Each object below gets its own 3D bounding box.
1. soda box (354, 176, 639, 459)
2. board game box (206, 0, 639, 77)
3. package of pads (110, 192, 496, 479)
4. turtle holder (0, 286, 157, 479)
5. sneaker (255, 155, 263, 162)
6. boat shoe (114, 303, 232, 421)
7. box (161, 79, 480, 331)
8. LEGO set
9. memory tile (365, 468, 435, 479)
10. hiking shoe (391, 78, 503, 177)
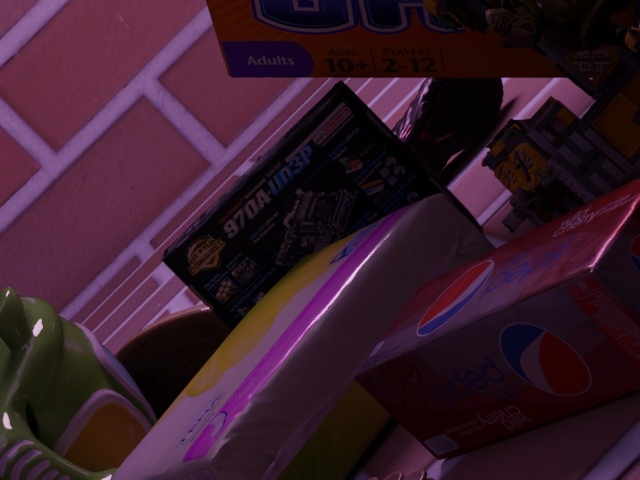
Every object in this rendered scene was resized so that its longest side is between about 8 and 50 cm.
[{"bbox_3d":[0.132,0.050,1.148,0.092,0.083,0.263,-51,12,-31],"label":"soda box"},{"bbox_3d":[0.091,-0.383,1.621,0.356,0.356,0.356,1,50,14],"label":"board game box"},{"bbox_3d":[-0.017,0.110,1.479,0.296,0.101,0.229,-49,10,-28],"label":"package of pads"},{"bbox_3d":[-0.243,0.177,1.712,0.320,0.227,0.243,-26,36,49],"label":"turtle holder"},{"bbox_3d":[-0.010,-0.070,2.194,0.217,0.121,0.079,-48,11,-24],"label":"sneaker"},{"bbox_3d":[-0.136,0.130,1.871,0.342,0.123,0.123,-45,5,47],"label":"boat shoe"},{"bbox_3d":[0.000,0.000,1.666,0.220,0.175,0.051,-45,9,4],"label":"box"},{"bbox_3d":[0.168,-0.140,1.350,0.192,0.255,0.331,-48,6,-21],"label":"LEGO set"},{"bbox_3d":[0.013,0.195,1.250,0.113,0.012,0.148,-48,9,-23],"label":"memory tile"},{"bbox_3d":[0.098,-0.103,1.975,0.227,0.086,0.114,-50,14,-28],"label":"hiking shoe"}]
